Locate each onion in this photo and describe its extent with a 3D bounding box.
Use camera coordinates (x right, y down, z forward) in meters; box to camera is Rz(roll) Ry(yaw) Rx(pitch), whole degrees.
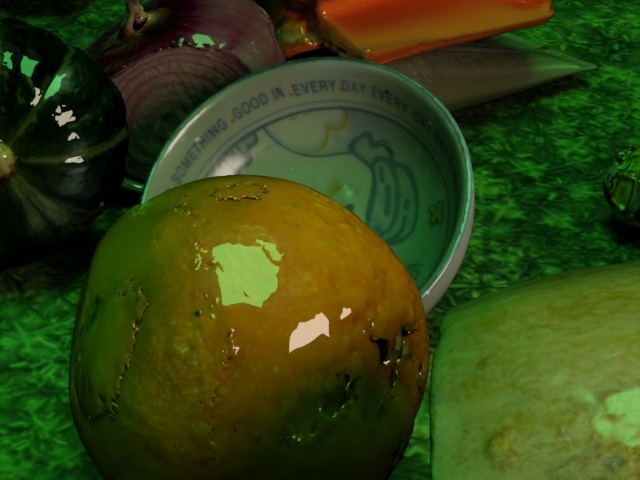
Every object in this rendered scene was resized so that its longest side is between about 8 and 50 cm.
[{"bbox_3d":[-0.130,-0.145,1.523,0.200,0.207,0.200,31,21,-14],"label":"onion"}]

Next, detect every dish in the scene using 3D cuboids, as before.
[{"bbox_3d":[0.000,0.000,1.352,0.273,0.134,0.273,-8,59,13],"label":"dish"}]

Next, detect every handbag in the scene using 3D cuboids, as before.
[{"bbox_3d":[0.015,-0.276,1.726,0.303,0.116,0.410,-19,21,-34],"label":"handbag"}]

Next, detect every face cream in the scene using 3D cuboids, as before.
[{"bbox_3d":[0.123,-0.169,1.695,0.341,0.084,0.137,-18,33,-40],"label":"face cream"}]

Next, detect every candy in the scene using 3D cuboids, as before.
[{"bbox_3d":[0.396,-0.008,1.466,0.305,0.083,0.091,23,34,15],"label":"candy"}]

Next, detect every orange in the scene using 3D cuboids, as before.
[{"bbox_3d":[-0.052,0.079,1.101,0.246,0.246,0.246,2,31,-1],"label":"orange"}]

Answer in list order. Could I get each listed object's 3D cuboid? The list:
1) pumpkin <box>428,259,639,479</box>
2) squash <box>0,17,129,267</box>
[{"bbox_3d":[0.153,0.159,0.909,0.199,0.332,0.332,1,31,1],"label":"pumpkin"},{"bbox_3d":[-0.265,-0.080,1.379,0.218,0.218,0.172,3,4,0],"label":"squash"}]
